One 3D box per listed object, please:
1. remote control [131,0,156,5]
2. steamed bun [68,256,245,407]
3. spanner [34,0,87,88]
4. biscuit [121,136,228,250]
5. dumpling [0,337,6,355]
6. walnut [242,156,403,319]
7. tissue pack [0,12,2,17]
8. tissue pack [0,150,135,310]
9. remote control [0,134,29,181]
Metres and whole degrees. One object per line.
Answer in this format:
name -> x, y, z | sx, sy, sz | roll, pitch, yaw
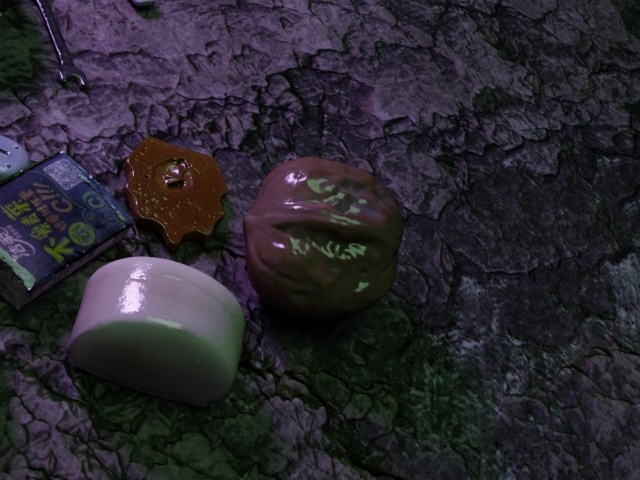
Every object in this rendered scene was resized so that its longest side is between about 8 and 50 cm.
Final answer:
remote control -> -0.382, -0.512, 2.067 | 0.050, 0.027, 0.184 | -17, 60, -43
steamed bun -> -0.221, 0.123, 1.523 | 0.242, 0.164, 0.146 | 21, 44, -16
spanner -> -0.467, -0.364, 1.887 | 0.054, 0.015, 0.254 | -5, 58, -36
biscuit -> -0.241, -0.070, 1.771 | 0.182, 0.034, 0.215 | 16, 49, -21
dumpling -> -0.522, 0.084, 1.401 | 0.247, 0.142, 0.172 | 26, 9, -17
walnut -> 0.001, -0.003, 1.732 | 0.273, 0.273, 0.227 | 23, 9, -15
tissue pack -> -0.624, -0.366, 1.749 | 0.176, 0.062, 0.095 | -26, 73, -46
tissue pack -> -0.412, -0.022, 1.586 | 0.173, 0.073, 0.235 | 43, 43, 6
remote control -> -0.558, -0.152, 1.621 | 0.244, 0.047, 0.087 | 23, 41, -18
